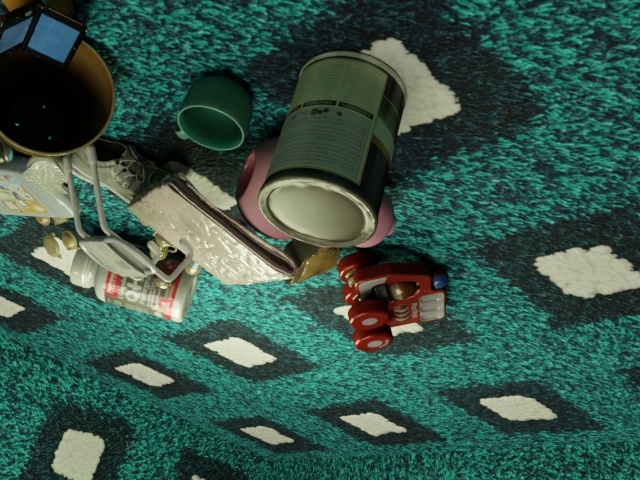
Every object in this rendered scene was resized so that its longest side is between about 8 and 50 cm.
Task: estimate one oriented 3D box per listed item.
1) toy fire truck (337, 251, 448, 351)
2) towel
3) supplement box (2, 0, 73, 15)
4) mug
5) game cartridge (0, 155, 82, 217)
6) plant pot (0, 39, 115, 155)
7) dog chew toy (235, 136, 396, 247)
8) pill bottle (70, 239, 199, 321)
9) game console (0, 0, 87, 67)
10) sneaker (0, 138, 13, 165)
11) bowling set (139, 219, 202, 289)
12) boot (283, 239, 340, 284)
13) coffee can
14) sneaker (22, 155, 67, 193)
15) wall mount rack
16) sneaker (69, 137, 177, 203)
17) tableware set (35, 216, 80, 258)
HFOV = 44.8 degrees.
[{"bbox_3d":[0.185,0.134,1.900,0.254,0.169,0.302,-13,148,1],"label":"toy fire truck"},{"bbox_3d":[-0.235,-0.013,1.622,0.317,0.053,0.332,40,159,-19],"label":"towel"},{"bbox_3d":[-0.507,-0.454,1.281,0.078,0.080,0.233,3,150,18],"label":"supplement box"},{"bbox_3d":[-0.205,-0.249,1.464,0.157,0.097,0.129,9,150,12],"label":"mug"},{"bbox_3d":[-0.766,-0.136,1.949,0.297,0.062,0.198,3,151,28],"label":"game cartridge"},{"bbox_3d":[-0.540,-0.258,1.515,0.237,0.237,0.254,27,164,-19],"label":"plant pot"},{"bbox_3d":[0.002,-0.081,1.566,0.332,0.207,0.206,17,152,-20],"label":"dog chew toy"},{"bbox_3d":[-0.505,0.099,2.118,0.318,0.176,0.176,16,150,0],"label":"pill bottle"},{"bbox_3d":[-0.486,-0.333,1.320,0.085,0.124,0.144,49,142,-6],"label":"game console"},{"bbox_3d":[-0.887,-0.225,1.787,0.341,0.140,0.125,18,148,-7],"label":"sneaker"},{"bbox_3d":[-0.327,0.017,1.886,0.287,0.200,0.154,20,149,-15],"label":"bowling set"},{"bbox_3d":[0.000,0.000,1.824,0.115,0.112,0.305,-7,153,-23],"label":"boot"},{"bbox_3d":[0.026,-0.156,1.331,0.201,0.275,0.201,12,151,7],"label":"coffee can"},{"bbox_3d":[-0.605,-0.171,1.730,0.090,0.095,0.235,9,169,-14],"label":"sneaker"},{"bbox_3d":[-0.429,-0.039,1.608,0.304,0.130,0.350,45,157,-22],"label":"wall mount rack"},{"bbox_3d":[-0.424,-0.153,1.725,0.281,0.105,0.115,18,145,-10],"label":"sneaker"},{"bbox_3d":[-0.704,-0.032,2.063,0.141,0.020,0.169,-6,106,37],"label":"tableware set"}]
